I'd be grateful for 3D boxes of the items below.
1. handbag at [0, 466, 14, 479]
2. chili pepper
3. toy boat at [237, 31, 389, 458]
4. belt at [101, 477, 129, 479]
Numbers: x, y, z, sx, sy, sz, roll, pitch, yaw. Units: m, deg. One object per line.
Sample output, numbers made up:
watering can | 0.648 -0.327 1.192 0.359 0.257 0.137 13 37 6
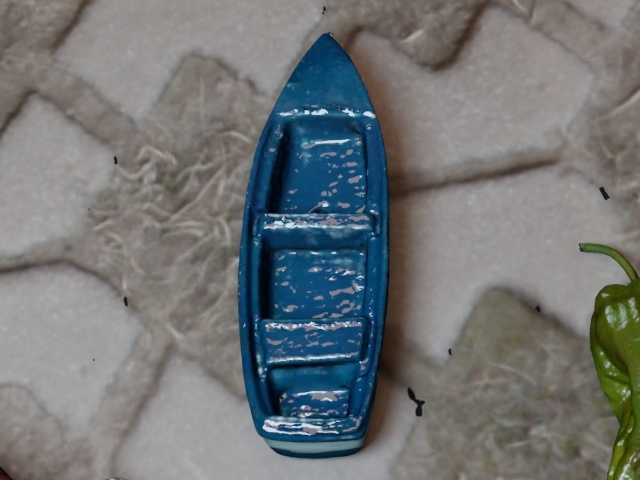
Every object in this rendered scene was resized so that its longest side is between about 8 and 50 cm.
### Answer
handbag | -0.228 0.214 1.055 0.181 0.181 0.254 -6 33 -45
chili pepper | 0.198 0.075 1.184 0.073 0.072 0.204 -2 61 8
toy boat | 0.000 0.000 1.257 0.096 0.062 0.299 -1 62 7
belt | -0.116 0.255 1.136 0.071 0.053 0.232 -16 60 2
